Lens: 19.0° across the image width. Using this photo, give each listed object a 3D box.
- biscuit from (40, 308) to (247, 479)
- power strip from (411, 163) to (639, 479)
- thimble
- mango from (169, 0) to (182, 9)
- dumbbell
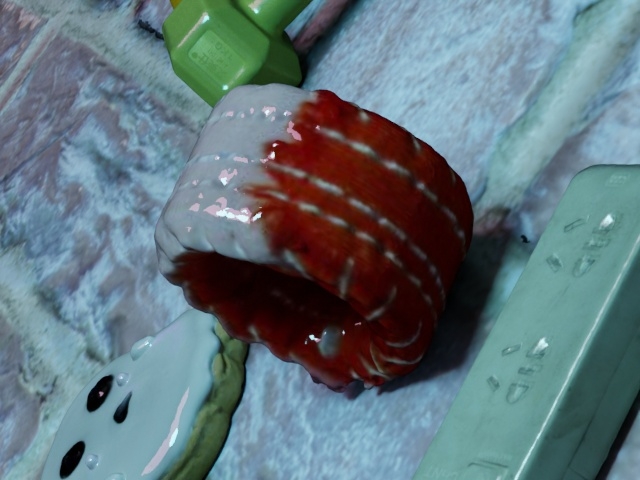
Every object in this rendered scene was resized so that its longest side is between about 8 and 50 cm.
[{"bbox_3d":[-0.140,0.140,1.397,0.208,0.049,0.181,-30,35,36],"label":"biscuit"},{"bbox_3d":[0.120,0.090,1.035,0.093,0.053,0.288,5,62,59],"label":"power strip"},{"bbox_3d":[-0.002,-0.004,1.183,0.163,0.189,0.125,-14,47,53],"label":"thimble"},{"bbox_3d":[-0.055,-0.250,1.648,0.178,0.090,0.115,-44,-4,17],"label":"mango"},{"bbox_3d":[0.001,-0.234,1.532,0.302,0.121,0.108,-46,0,13],"label":"dumbbell"}]
